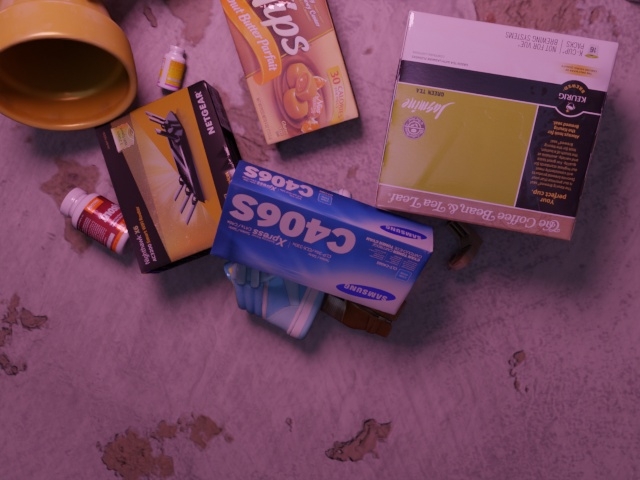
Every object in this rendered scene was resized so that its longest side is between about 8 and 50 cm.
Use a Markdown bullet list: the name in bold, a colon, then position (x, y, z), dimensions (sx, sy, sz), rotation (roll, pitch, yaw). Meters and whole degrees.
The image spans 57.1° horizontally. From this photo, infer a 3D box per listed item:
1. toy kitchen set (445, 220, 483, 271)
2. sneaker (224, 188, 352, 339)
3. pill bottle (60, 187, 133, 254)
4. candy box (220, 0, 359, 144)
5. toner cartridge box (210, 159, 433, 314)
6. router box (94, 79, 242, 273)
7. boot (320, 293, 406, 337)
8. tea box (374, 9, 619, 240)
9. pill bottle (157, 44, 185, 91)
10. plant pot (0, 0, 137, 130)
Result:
- **toy kitchen set**: position (0.257, 0.012, 1.152), dimensions (0.075, 0.083, 0.068), rotation (48, 143, -3)
- **sneaker**: position (-0.072, 0.024, 1.156), dimensions (0.208, 0.127, 0.318), rotation (21, 101, 1)
- **pill bottle**: position (-0.447, -0.042, 1.201), dimensions (0.152, 0.086, 0.086), rotation (31, 102, -1)
- **candy box**: position (-0.057, -0.357, 1.096), dimensions (0.183, 0.087, 0.316), rotation (-16, 102, 8)
- **toner cartridge box**: position (0.000, 0.000, 1.010), dimensions (0.348, 0.075, 0.165), rotation (18, 130, -5)
- **router box**: position (-0.271, -0.118, 1.140), dimensions (0.243, 0.081, 0.308), rotation (-21, 84, 9)
- **boot**: position (0.103, 0.093, 1.179), dimensions (0.153, 0.073, 0.197), rotation (24, 114, 2)
- **tea box**: position (0.282, -0.194, 1.032), dimensions (0.329, 0.220, 0.323), rotation (11, 100, 4)
- **pill bottle**: position (-0.290, -0.337, 1.154), dimensions (0.044, 0.043, 0.083), rotation (18, 102, 2)
- **plant pot**: position (-0.476, -0.366, 1.061), dimensions (0.254, 0.254, 0.238), rotation (-20, 67, 9)
